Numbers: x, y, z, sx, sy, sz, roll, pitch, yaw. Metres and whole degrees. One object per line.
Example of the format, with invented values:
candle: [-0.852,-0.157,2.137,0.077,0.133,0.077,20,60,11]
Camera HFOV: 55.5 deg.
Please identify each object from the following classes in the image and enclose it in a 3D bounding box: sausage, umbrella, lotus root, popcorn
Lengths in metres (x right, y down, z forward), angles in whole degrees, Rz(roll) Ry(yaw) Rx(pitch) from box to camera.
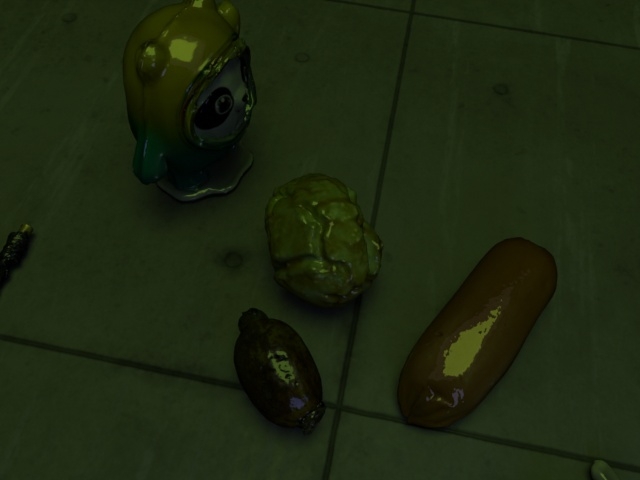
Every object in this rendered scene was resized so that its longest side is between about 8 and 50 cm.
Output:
sausage: [0.246,0.143,0.948,0.134,0.116,0.354,37,65,9]
umbrella: [-0.527,0.034,1.022,0.040,0.037,0.143,7,58,18]
lotus root: [-0.067,0.188,0.894,0.120,0.120,0.209,-26,63,-19]
popcorn: [0.000,0.000,0.982,0.184,0.204,0.221,-20,74,-16]

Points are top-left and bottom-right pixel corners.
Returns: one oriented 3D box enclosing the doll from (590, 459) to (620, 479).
doll: [0.360,0.405,0.794,0.217,0.085,0.183,-24,61,-28]

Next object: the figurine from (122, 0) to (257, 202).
figurine: [-0.226,-0.242,1.042,0.232,0.340,0.323,22,56,12]
